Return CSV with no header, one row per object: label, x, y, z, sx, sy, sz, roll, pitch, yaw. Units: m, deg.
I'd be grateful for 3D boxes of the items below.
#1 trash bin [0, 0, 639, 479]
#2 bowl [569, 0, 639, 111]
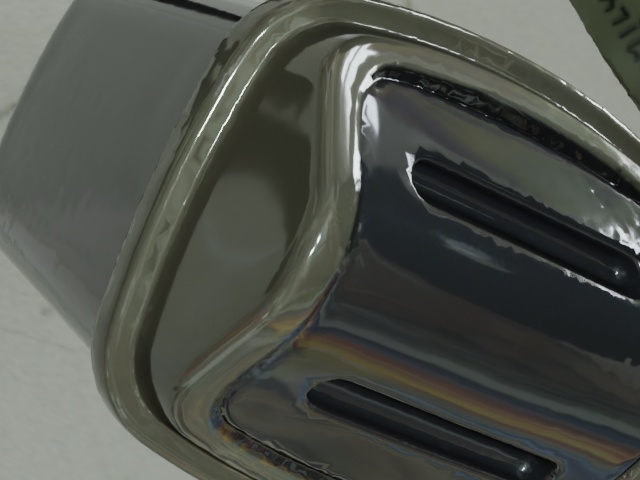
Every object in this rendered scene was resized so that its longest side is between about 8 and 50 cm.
trash bin,0.000,0.000,0.732,0.209,0.290,0.182,23,94,-30
bowl,0.216,-0.113,1.000,0.112,0.211,0.211,-35,126,19
